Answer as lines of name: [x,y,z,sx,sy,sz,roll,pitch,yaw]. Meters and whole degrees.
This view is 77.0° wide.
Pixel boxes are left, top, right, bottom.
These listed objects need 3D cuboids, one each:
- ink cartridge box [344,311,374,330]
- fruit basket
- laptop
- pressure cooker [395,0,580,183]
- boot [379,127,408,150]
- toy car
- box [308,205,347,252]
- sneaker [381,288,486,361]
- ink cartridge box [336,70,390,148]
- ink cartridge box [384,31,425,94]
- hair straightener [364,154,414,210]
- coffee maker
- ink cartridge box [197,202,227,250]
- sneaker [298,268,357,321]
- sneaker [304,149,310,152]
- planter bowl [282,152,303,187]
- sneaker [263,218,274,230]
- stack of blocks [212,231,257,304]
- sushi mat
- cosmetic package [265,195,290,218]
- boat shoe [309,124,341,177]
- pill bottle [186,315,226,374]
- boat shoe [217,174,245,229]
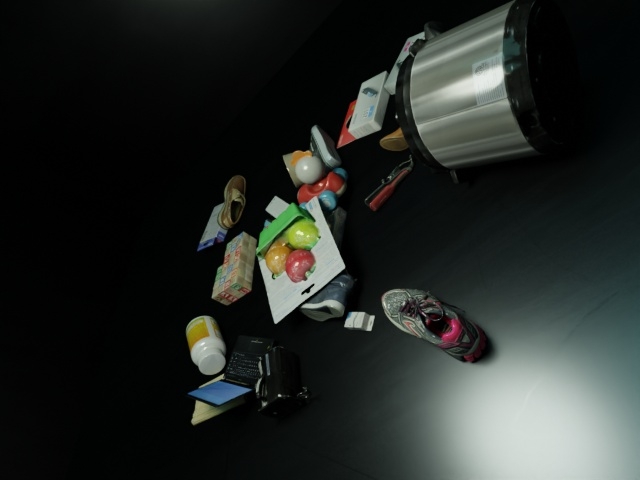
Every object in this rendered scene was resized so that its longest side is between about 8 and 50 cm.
ink cartridge box: [0.114,0.237,1.181,0.083,0.028,0.048,-10,54,46]
fruit basket: [-0.077,0.060,1.395,0.327,0.165,0.353,-42,50,21]
laptop: [-0.315,0.442,1.403,0.234,0.137,0.264,-9,54,46]
pressure cooker: [0.399,-0.381,1.058,0.421,0.376,0.369,-4,61,49]
boot: [0.317,-0.413,1.464,0.197,0.073,0.152,-6,57,34]
toy car: [-0.039,-0.240,1.548,0.210,0.238,0.219,-25,26,34]
box: [0.000,0.000,1.504,0.183,0.056,0.230,-19,48,42]
sneaker: [0.256,0.179,0.983,0.299,0.112,0.120,20,77,56]
ink cartridge box: [0.178,-0.573,1.777,0.261,0.066,0.296,-13,52,45]
ink cartridge box: [0.411,-0.741,1.642,0.239,0.060,0.275,8,67,55]
hair straightener: [0.237,-0.209,1.402,0.230,0.047,0.089,-51,34,6]
coffee maker: [-0.110,0.426,1.238,0.171,0.120,0.178,-21,43,7]
ink cartridge box: [-0.586,-0.078,2.293,0.186,0.065,0.311,-17,47,43]
sneaker: [0.027,0.171,1.304,0.226,0.086,0.163,-20,37,52]
sneaker: [-0.090,-0.384,1.957,0.144,0.053,0.059,-36,38,12]
planter bowl: [-0.091,-0.334,1.837,0.109,0.162,0.162,-23,39,3]
sneaker: [-0.176,0.001,1.711,0.262,0.104,0.125,37,109,61]
stack of blocks: [-0.390,0.126,1.848,0.171,0.087,0.297,-32,40,31]
sushi mat: [-0.371,0.570,1.501,0.317,0.019,0.151,-34,38,29]
cosmetic package: [-0.133,-0.103,1.706,0.085,0.117,0.231,-55,32,1]
boat shoe: [-0.005,-0.404,1.803,0.119,0.121,0.335,-43,35,23]
pill bottle: [-0.460,0.425,1.630,0.136,0.136,0.246,-53,33,3]
boat shoe: [-0.464,-0.212,2.222,0.120,0.123,0.323,-10,62,41]
